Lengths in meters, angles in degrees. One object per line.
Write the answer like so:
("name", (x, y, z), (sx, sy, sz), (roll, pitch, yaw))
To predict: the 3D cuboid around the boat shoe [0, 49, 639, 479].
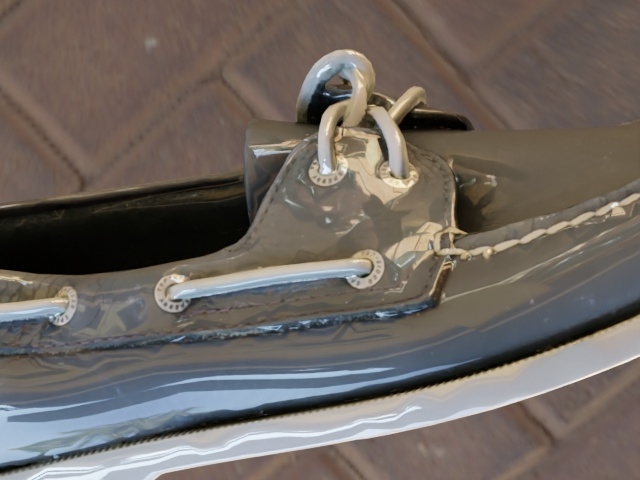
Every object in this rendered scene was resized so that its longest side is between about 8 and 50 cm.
("boat shoe", (0.000, 0.000, 0.579), (0.319, 0.116, 0.099), (-18, 100, 14))
